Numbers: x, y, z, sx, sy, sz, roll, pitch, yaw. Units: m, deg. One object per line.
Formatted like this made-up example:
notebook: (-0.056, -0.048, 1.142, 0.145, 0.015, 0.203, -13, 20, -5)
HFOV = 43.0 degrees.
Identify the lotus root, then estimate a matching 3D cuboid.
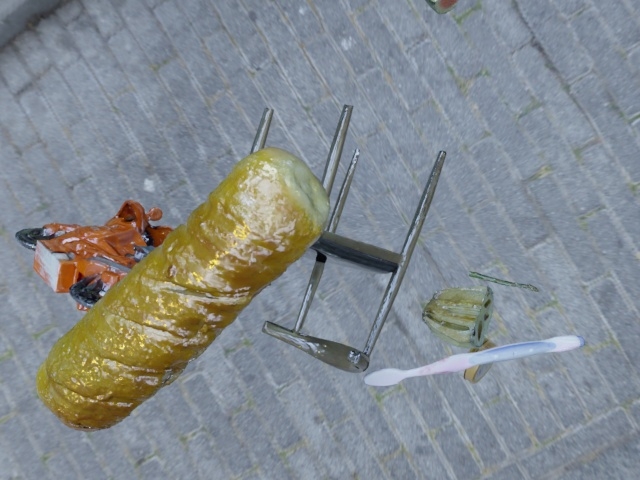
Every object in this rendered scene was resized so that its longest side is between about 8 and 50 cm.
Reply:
lotus root: (0.291, 0.161, 1.713, 0.144, 0.070, 0.143, 10, 60, 41)

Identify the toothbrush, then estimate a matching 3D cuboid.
toothbrush: (0.181, 0.140, 0.956, 0.269, 0.027, 0.021, -9, 103, -6)

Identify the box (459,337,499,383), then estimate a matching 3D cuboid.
box: (0.351, 0.265, 1.793, 0.037, 0.105, 0.105, 34, 95, 27)

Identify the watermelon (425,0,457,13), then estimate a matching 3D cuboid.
watermelon: (0.274, -0.555, 1.806, 0.094, 0.135, 0.125, -18, 122, 29)

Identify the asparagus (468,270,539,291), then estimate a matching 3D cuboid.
asparagus: (0.413, 0.092, 1.822, 0.163, 0.016, 0.016, 12, 101, 1)

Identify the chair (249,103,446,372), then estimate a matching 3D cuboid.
chair: (0.000, 0.000, 0.913, 0.166, 0.188, 0.272, 19, 84, -37)

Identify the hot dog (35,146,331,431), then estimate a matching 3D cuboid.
hot dog: (-0.104, 0.045, 0.547, 0.088, 0.061, 0.286, 43, 118, 0)

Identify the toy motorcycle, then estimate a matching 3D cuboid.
toy motorcycle: (-0.262, 0.039, 1.091, 0.326, 0.221, 0.147, 29, 111, 49)
